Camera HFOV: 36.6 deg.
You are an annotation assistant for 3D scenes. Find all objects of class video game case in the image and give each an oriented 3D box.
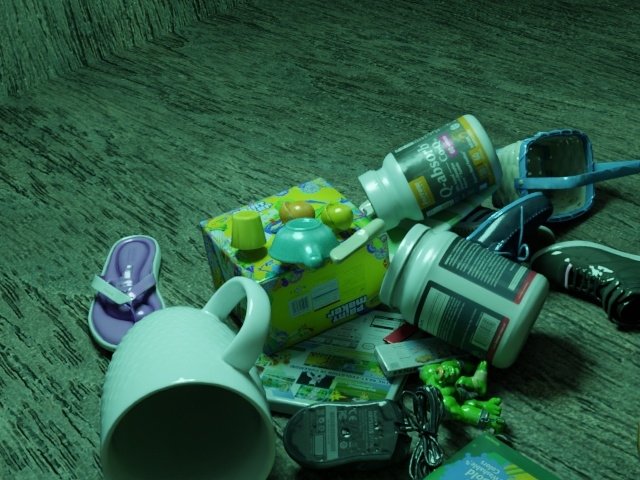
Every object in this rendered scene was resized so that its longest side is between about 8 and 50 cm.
[{"bbox_3d":[0.013,0.228,1.864,0.329,0.036,0.300,7,36,21],"label":"video game case"}]

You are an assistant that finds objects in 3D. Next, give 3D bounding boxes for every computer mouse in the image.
[{"bbox_3d":[0.074,0.341,1.634,0.272,0.072,0.188,-2,59,10],"label":"computer mouse"}]

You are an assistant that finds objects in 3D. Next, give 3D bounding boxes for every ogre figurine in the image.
[{"bbox_3d":[0.244,0.270,1.702,0.118,0.097,0.197,4,46,-13],"label":"ogre figurine"}]

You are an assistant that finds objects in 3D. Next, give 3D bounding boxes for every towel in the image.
[{"bbox_3d":[0.204,-0.040,2.130,0.325,0.038,0.248,-40,29,-21],"label":"towel"}]

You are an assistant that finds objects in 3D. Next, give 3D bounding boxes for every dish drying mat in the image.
[{"bbox_3d":[0.160,0.179,1.868,0.083,0.008,0.032,-31,40,-32],"label":"dish drying mat"}]

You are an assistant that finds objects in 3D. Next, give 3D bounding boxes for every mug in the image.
[{"bbox_3d":[-0.206,0.227,1.635,0.276,0.374,0.328,30,16,-23],"label":"mug"}]

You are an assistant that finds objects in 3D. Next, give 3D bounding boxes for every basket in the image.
[{"bbox_3d":[0.533,-0.143,2.126,0.254,0.201,0.289,-10,3,-31],"label":"basket"}]

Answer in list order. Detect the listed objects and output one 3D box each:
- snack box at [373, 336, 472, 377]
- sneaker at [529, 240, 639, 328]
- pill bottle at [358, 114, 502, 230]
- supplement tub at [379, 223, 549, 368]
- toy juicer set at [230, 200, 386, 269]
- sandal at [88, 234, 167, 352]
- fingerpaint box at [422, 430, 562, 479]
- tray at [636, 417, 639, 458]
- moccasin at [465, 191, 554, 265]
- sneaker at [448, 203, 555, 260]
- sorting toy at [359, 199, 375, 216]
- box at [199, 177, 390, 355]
[{"bbox_3d":[0.192,0.214,1.809,0.178,0.022,0.064,-6,41,-23],"label":"snack box"},{"bbox_3d":[0.547,0.086,1.892,0.295,0.104,0.147,11,32,20],"label":"sneaker"},{"bbox_3d":[0.232,-0.139,2.059,0.278,0.162,0.162,-27,34,2],"label":"pill bottle"},{"bbox_3d":[0.268,0.100,1.800,0.272,0.191,0.191,27,44,16],"label":"supplement tub"},{"bbox_3d":[0.000,0.000,1.790,0.209,0.089,0.329,-19,24,-37],"label":"toy juicer set"},{"bbox_3d":[-0.428,0.095,2.106,0.169,0.102,0.416,-12,33,-5],"label":"sandal"},{"bbox_3d":[0.261,0.500,1.270,0.371,0.163,0.445,-29,38,-29],"label":"fingerpaint box"},{"bbox_3d":[0.715,0.356,1.473,0.411,0.076,0.203,-4,33,8],"label":"tray"},{"bbox_3d":[0.347,0.046,1.959,0.342,0.138,0.117,-41,61,3],"label":"moccasin"},{"bbox_3d":[0.379,-0.037,2.130,0.282,0.099,0.153,1,36,20],"label":"sneaker"},{"bbox_3d":[0.120,-0.078,2.188,0.075,0.045,0.083,-29,29,16],"label":"sorting toy"},{"bbox_3d":[-0.049,0.042,1.965,0.290,0.177,0.279,-21,36,-19],"label":"box"}]
